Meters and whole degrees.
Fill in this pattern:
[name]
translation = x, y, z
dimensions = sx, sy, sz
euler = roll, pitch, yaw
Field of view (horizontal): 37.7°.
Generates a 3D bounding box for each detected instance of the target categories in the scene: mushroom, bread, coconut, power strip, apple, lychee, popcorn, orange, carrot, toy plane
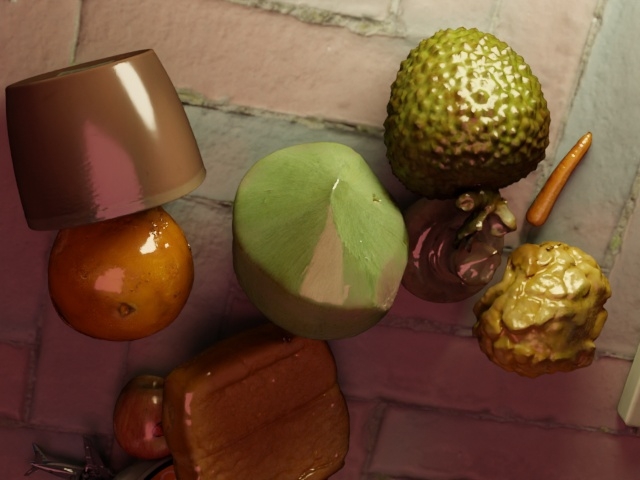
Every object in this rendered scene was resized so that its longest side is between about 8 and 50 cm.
[mushroom]
translation = 0.226, 0.018, 1.567
dimensions = 0.204, 0.204, 0.204
euler = -1, 112, -4
[bread]
translation = -0.121, 0.307, 1.647
dimensions = 0.337, 0.148, 0.328
euler = -26, 113, -29
[coconut]
translation = 0.000, 0.000, 1.476
dimensions = 0.281, 0.328, 0.328
euler = -6, 112, -11
[power strip]
translation = 0.644, 0.230, 1.760
dimensions = 0.098, 0.058, 0.338
euler = 8, 111, -8
[apple]
translation = -0.303, 0.313, 1.680
dimensions = 0.146, 0.146, 0.131
euler = -1, 106, -4
[lychee]
translation = 0.226, -0.173, 1.452
dimensions = 0.270, 0.320, 0.270
euler = -5, 141, -4
[popcorn]
translation = 0.390, 0.122, 1.621
dimensions = 0.250, 0.190, 0.250
euler = -9, 116, -18
[orange]
translation = -0.325, 0.047, 1.532
dimensions = 0.240, 0.240, 0.240
euler = -1, 112, -4
[carrot]
translation = 0.415, -0.107, 1.622
dimensions = 0.037, 0.037, 0.190
euler = 26, 105, -13
[toy plane]
translation = -0.444, 0.443, 1.767
dimensions = 0.226, 0.058, 0.226
euler = 24, 124, -13

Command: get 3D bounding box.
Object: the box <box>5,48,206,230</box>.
[box]
translation = -0.332, -0.159, 1.416
dimensions = 0.301, 0.301, 0.216
euler = -14, 108, 1

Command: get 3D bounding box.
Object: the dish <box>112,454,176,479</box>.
[dish]
translation = -0.317, 0.504, 1.732
dimensions = 0.303, 0.120, 0.303
euler = -27, 127, -42
